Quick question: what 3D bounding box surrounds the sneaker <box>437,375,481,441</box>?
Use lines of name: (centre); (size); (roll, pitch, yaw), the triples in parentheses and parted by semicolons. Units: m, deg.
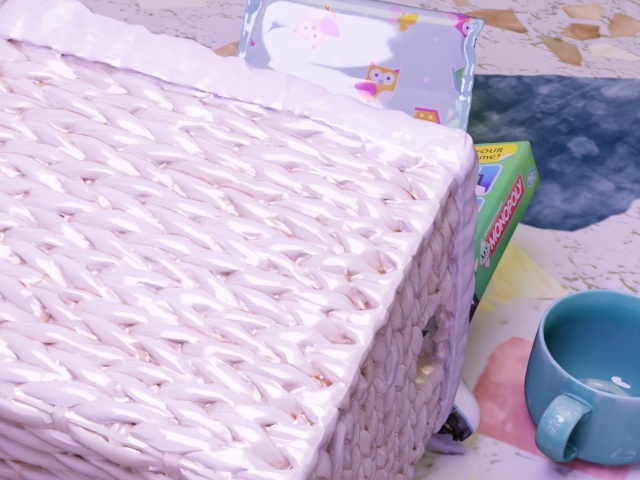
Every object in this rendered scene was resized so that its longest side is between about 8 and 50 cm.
sneaker: (0.069, 0.069, 1.198); (0.086, 0.085, 0.237); (-30, 47, -9)

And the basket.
basket: (-0.098, 0.072, 0.936); (0.331, 0.328, 0.266); (20, 58, 15)

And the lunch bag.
lunch bag: (0.031, -0.148, 1.381); (0.223, 0.160, 0.262); (9, 0, 1)

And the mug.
mug: (0.217, 0.119, 1.159); (0.157, 0.097, 0.129); (-9, 42, -20)

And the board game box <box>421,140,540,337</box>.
board game box: (0.000, 0.000, 1.200); (0.317, 0.046, 0.213); (-3, 35, 29)
